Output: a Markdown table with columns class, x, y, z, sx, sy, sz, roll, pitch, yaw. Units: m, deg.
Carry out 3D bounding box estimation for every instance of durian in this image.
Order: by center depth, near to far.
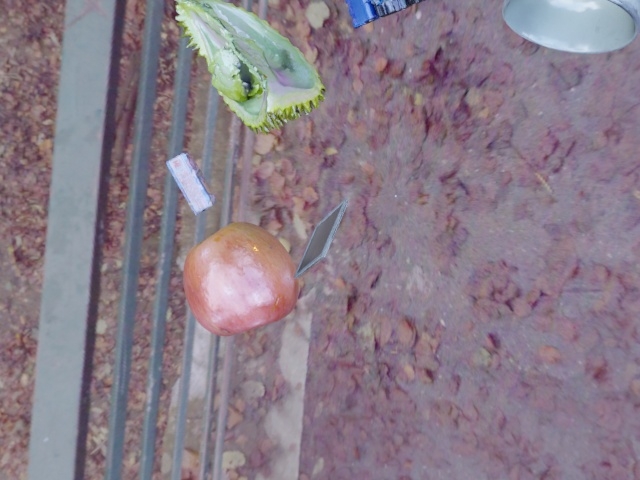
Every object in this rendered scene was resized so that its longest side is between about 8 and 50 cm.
| class | x | y | z | sx | sy | sz | roll | pitch | yaw |
| --- | --- | --- | --- | --- | --- | --- | --- | --- | --- |
| durian | -0.112 | -0.298 | 1.018 | 0.157 | 0.169 | 0.356 | -39 | 60 | -3 |

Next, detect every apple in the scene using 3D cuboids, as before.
| class | x | y | z | sx | sy | sz | roll | pitch | yaw |
| --- | --- | --- | --- | --- | --- | --- | --- | --- | --- |
| apple | -0.252 | 0.114 | 1.964 | 0.363 | 0.364 | 0.365 | 0 | 94 | 7 |

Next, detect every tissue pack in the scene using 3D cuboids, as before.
| class | x | y | z | sx | sy | sz | roll | pitch | yaw |
| --- | --- | --- | --- | --- | --- | --- | --- | --- | --- |
| tissue pack | -0.333 | -0.150 | 1.642 | 0.065 | 0.115 | 0.155 | -27 | 100 | -1 |

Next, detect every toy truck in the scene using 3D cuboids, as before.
| class | x | y | z | sx | sy | sz | roll | pitch | yaw |
| --- | --- | --- | --- | --- | --- | --- | --- | --- | --- |
| toy truck | 0.142 | -0.482 | 1.157 | 0.208 | 0.126 | 0.113 | -9 | 112 | 36 |

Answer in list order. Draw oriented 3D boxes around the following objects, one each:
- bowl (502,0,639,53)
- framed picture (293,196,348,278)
| class | x | y | z | sx | sy | sz | roll | pitch | yaw |
| --- | --- | --- | --- | --- | --- | --- | --- | --- | --- |
| bowl | 0.585 | -0.565 | 1.446 | 0.306 | 0.307 | 0.164 | 16 | 85 | 6 |
| framed picture | 0.000 | 0.000 | 1.300 | 0.011 | 0.183 | 0.142 | 28 | 65 | -10 |
